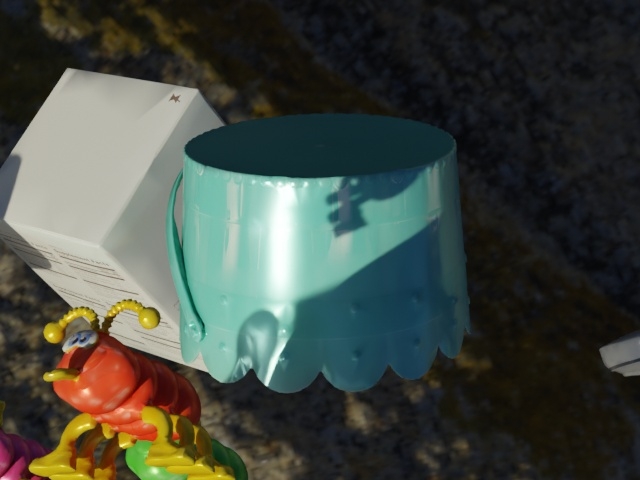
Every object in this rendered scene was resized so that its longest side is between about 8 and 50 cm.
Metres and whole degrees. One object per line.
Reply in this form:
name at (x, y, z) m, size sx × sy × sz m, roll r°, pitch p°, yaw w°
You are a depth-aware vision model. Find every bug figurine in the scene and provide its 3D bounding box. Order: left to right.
bug figurine at (-0.148, 0.103, 0.755) m, size 0.216 × 0.279 × 0.072 m, roll 44°, pitch 45°, yaw -53°

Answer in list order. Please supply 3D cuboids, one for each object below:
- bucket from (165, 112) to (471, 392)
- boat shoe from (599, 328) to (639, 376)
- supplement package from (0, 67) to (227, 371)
bucket at (0.000, 0.000, 1.312) m, size 0.281 × 0.281 × 0.183 m, roll -12°, pitch 110°, yaw -33°
boat shoe at (0.378, 0.108, 1.373) m, size 0.096 × 0.268 × 0.088 m, roll -14°, pitch 88°, yaw -46°
supplement package at (-0.185, -0.020, 1.589) m, size 0.199 × 0.198 × 0.262 m, roll -61°, pitch 140°, yaw -20°
